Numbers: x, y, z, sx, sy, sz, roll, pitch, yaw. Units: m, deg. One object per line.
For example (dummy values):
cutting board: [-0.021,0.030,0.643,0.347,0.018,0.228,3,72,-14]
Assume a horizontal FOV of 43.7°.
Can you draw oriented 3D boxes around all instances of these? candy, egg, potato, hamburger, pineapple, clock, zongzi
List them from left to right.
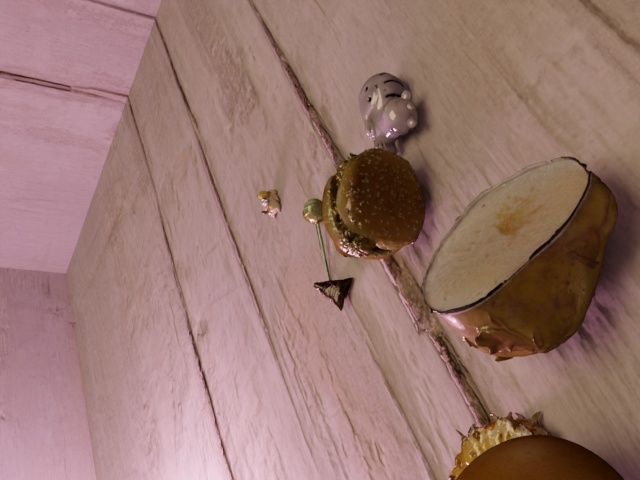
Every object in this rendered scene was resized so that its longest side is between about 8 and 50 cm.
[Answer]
candy: [0.000,0.000,1.829,0.061,0.061,0.202,-32,65,52]
zongzi: [0.035,0.119,1.731,0.083,0.067,0.073,-12,65,40]
hamburger: [0.108,-0.063,1.513,0.122,0.189,0.215,140,142,-57]
clock: [0.144,-0.273,1.610,0.117,0.080,0.176,-45,48,46]
pineapple: [0.272,0.354,1.265,0.135,0.079,0.233,47,117,43]
potato: [0.314,0.041,1.174,0.299,0.196,0.246,-46,24,5]
egg: [0.282,0.427,1.024,0.283,0.283,0.351,15,99,59]

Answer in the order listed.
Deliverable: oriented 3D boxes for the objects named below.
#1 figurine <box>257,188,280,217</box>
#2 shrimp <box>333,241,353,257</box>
figurine: [-0.135,-0.100,2.063,0.047,0.051,0.083,-46,46,38]
shrimp: [0.077,-0.039,1.706,0.180,0.041,0.099,-59,39,33]
